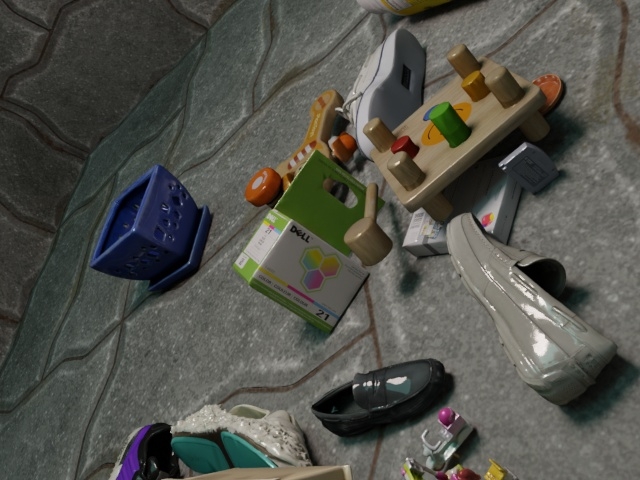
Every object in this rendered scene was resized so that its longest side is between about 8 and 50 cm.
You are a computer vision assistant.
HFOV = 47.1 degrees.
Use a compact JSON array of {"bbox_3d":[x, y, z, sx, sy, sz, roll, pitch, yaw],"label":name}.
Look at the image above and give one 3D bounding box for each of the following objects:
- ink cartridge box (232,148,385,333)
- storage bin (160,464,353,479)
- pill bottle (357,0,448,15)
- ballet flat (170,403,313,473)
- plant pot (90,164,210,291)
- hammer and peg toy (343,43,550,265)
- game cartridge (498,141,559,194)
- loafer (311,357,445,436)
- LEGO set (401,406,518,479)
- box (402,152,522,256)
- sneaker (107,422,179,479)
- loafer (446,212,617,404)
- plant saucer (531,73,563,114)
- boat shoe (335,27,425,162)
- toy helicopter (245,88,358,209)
[{"bbox_3d":[0.000,0.000,1.274,0.255,0.189,0.097,-56,28,0],"label":"ink cartridge box"},{"bbox_3d":[-0.070,0.421,0.923,0.262,0.123,0.260,-21,75,46],"label":"storage bin"},{"bbox_3d":[0.213,-0.585,1.548,0.334,0.188,0.188,5,65,58],"label":"pill bottle"},{"bbox_3d":[-0.112,0.323,1.192,0.409,0.147,0.147,-5,56,54],"label":"ballet flat"},{"bbox_3d":[-0.430,-0.016,1.922,0.236,0.212,0.236,-30,37,39],"label":"plant pot"},{"bbox_3d":[0.158,-0.144,1.162,0.361,0.127,0.266,-40,24,11],"label":"hammer and peg toy"},{"bbox_3d":[0.297,-0.103,1.037,0.056,0.083,0.017,-39,38,27],"label":"game cartridge"},{"bbox_3d":[0.079,0.221,1.044,0.223,0.078,0.076,-33,37,36],"label":"loafer"},{"bbox_3d":[0.186,0.278,0.793,0.132,0.107,0.287,-61,29,-8],"label":"LEGO set"},{"bbox_3d":[0.223,-0.053,1.146,0.186,0.038,0.145,-12,50,53],"label":"box"},{"bbox_3d":[-0.341,0.478,1.398,0.146,0.102,0.293,-28,39,40],"label":"sneaker"},{"bbox_3d":[0.255,0.061,0.921,0.111,0.112,0.319,-42,39,15],"label":"loafer"},{"bbox_3d":[0.346,-0.225,1.159,0.083,0.013,0.083,-38,33,30],"label":"plant saucer"},{"bbox_3d":[0.101,-0.268,1.452,0.156,0.136,0.367,-29,36,40],"label":"boat shoe"},{"bbox_3d":[-0.004,-0.197,1.543,0.235,0.140,0.355,-24,39,41],"label":"toy helicopter"}]
